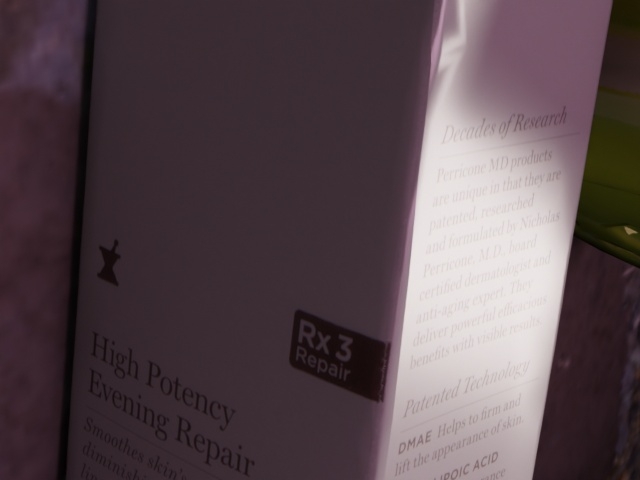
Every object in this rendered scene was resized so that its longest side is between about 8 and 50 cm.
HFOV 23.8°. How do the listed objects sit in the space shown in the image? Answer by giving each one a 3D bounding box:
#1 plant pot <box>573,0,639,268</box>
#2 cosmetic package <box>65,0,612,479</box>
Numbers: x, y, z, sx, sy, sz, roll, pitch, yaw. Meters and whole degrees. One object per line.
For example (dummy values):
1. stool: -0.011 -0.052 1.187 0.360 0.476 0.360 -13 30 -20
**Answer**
1. plant pot: 0.163 -0.093 0.487 0.207 0.227 0.228 19 91 -46
2. cosmetic package: 0.000 0.000 0.411 0.085 0.117 0.231 -15 116 -47
